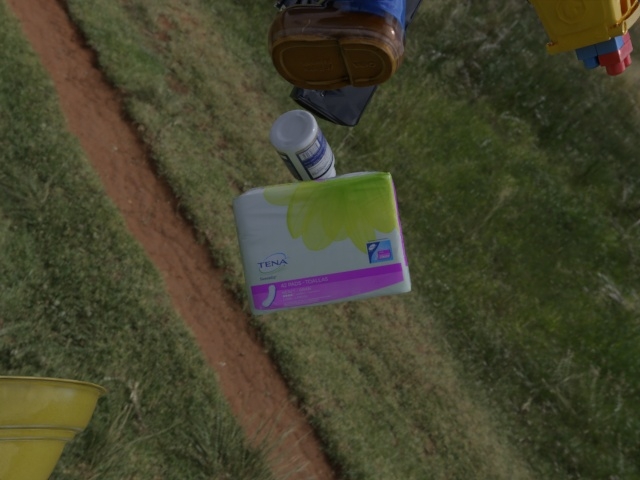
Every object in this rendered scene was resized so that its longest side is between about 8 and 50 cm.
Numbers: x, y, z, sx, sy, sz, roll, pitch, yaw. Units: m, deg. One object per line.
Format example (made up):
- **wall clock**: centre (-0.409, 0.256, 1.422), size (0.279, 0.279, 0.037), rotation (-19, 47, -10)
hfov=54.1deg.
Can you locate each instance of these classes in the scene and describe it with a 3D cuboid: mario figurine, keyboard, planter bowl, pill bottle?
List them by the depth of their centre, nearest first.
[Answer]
- **mario figurine**: centre (0.016, -0.253, 0.417), size (0.170, 0.198, 0.320), rotation (35, 52, -27)
- **planter bowl**: centre (-0.282, 0.167, 0.490), size (0.217, 0.217, 0.090), rotation (11, 64, -40)
- **keyboard**: centre (0.047, -0.302, 0.734), size (0.033, 0.317, 0.201), rotation (31, 6, 40)
- **pill bottle**: centre (-0.027, -0.170, 1.231), size (0.094, 0.094, 0.169), rotation (67, 6, 32)

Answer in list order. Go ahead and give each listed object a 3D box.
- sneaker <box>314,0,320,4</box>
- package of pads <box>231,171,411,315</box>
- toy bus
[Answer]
- **sneaker**: centre (-0.006, -0.371, 1.050), size (0.106, 0.078, 0.234), rotation (12, 86, -64)
- **package of pads**: centre (0.000, 0.000, 1.138), size (0.101, 0.297, 0.229), rotation (-26, 106, -87)
- **toy bus**: centre (0.414, -0.359, 0.928), size (0.220, 0.149, 0.211), rotation (-44, 115, -37)
